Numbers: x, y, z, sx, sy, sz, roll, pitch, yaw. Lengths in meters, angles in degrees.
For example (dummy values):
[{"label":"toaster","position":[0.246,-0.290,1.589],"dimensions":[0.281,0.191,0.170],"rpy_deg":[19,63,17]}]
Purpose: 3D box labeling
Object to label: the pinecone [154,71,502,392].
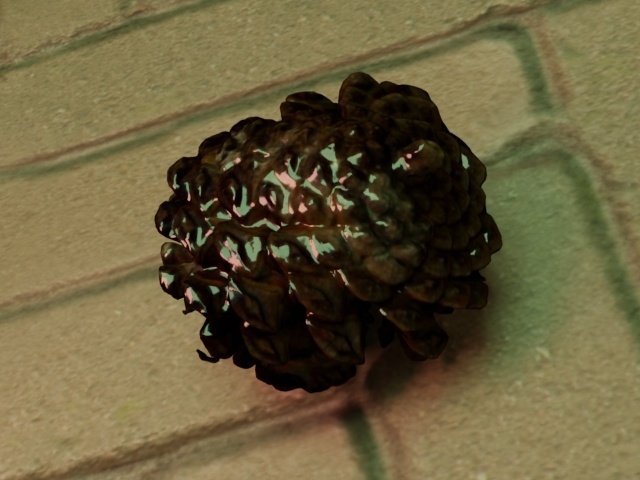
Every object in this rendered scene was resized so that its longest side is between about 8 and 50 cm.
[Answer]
[{"label":"pinecone","position":[0.000,0.005,1.098],"dimensions":[0.296,0.242,0.298],"rpy_deg":[-15,44,22]}]
